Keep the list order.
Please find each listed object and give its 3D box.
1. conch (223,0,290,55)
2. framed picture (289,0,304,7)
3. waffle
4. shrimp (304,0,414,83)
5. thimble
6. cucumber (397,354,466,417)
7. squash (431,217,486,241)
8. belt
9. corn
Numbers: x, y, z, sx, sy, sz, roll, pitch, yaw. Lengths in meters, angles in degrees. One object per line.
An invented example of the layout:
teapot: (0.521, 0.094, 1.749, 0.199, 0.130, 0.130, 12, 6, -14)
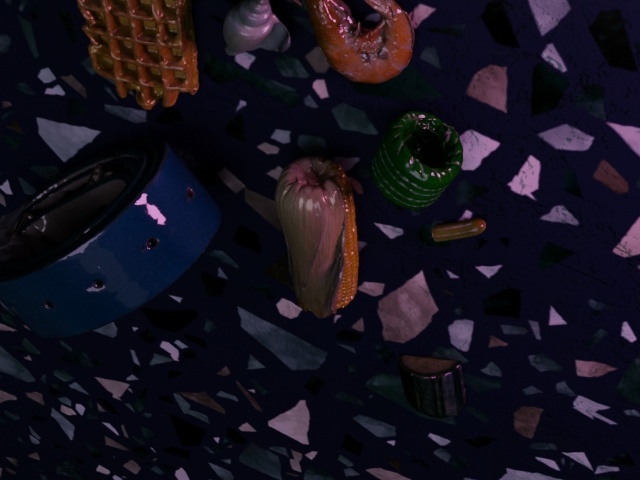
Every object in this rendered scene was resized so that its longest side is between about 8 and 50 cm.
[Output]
conch: (-0.086, -0.288, 1.271, 0.088, 0.065, 0.180, -3, 168, -18)
framed picture: (-0.142, -0.352, 1.158, 0.252, 0.197, 0.014, 26, 100, 4)
waffle: (-0.260, -0.279, 1.369, 0.160, 0.055, 0.211, 13, 138, 10)
shrimp: (0.051, -0.284, 1.239, 0.132, 0.051, 0.187, -19, 131, 23)
thimble: (0.133, -0.112, 1.312, 0.118, 0.130, 0.090, 42, 137, 9)
cucumber: (0.198, 0.263, 1.709, 0.116, 0.062, 0.115, 3, 130, 19)
squash: (0.212, -0.017, 1.445, 0.083, 0.027, 0.027, -9, 128, 30)
belt: (-0.364, -0.003, 1.509, 0.436, 0.300, 0.173, -20, 122, 37)
corn: (-0.004, 0.002, 1.487, 0.123, 0.122, 0.305, 10, 138, 16)
